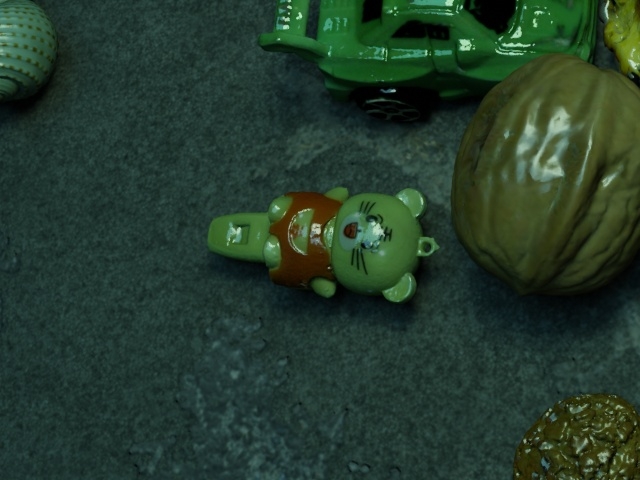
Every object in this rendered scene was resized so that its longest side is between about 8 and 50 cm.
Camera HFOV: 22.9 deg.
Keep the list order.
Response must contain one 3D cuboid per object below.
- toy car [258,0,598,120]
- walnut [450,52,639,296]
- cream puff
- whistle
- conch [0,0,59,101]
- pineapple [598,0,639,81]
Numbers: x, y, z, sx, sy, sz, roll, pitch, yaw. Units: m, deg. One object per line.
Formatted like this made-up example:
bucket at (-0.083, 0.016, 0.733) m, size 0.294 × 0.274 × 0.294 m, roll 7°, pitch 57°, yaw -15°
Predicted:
toy car at (0.129, -0.260, 1.803) m, size 0.359 × 0.176 × 0.213 m, roll 2°, pitch 73°, yaw 22°
walnut at (0.251, -0.065, 1.667) m, size 0.225 × 0.225 × 0.261 m, roll 14°, pitch 83°, yaw 25°
cream puff at (0.269, 0.232, 1.604) m, size 0.150 × 0.115 × 0.165 m, roll -4°, pitch 69°, yaw 23°
whistle at (0.000, 0.000, 1.799) m, size 0.288 × 0.106 × 0.131 m, roll 4°, pitch 79°, yaw 23°
conch at (-0.408, -0.249, 2.042) m, size 0.172 × 0.131 × 0.200 m, roll -24°, pitch 32°, yaw 41°
pineapple at (0.371, -0.270, 1.687) m, size 0.076 × 0.225 × 0.225 m, roll 1°, pitch 67°, yaw -19°
